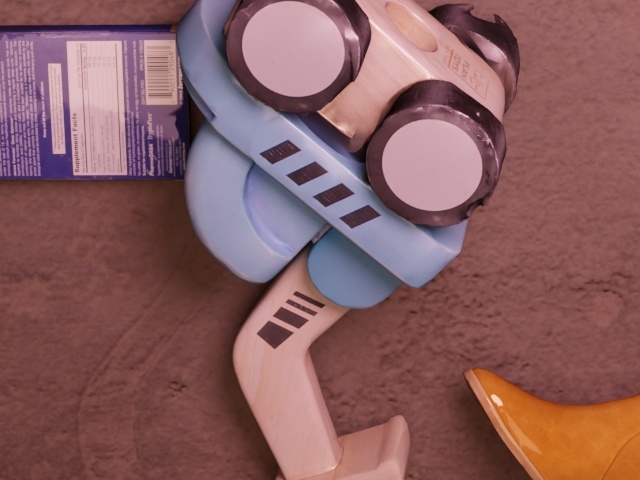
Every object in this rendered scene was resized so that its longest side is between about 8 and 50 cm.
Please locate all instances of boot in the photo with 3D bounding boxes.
[{"bbox_3d":[0.289,0.163,1.716,0.211,0.104,0.295,-41,109,8],"label":"boot"}]

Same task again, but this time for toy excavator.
[{"bbox_3d":[0.000,0.000,1.621,0.433,0.222,0.445,40,119,-12],"label":"toy excavator"}]

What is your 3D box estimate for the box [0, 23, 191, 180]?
[{"bbox_3d":[-0.226,-0.120,1.646,0.225,0.036,0.136,0,109,-1],"label":"box"}]
